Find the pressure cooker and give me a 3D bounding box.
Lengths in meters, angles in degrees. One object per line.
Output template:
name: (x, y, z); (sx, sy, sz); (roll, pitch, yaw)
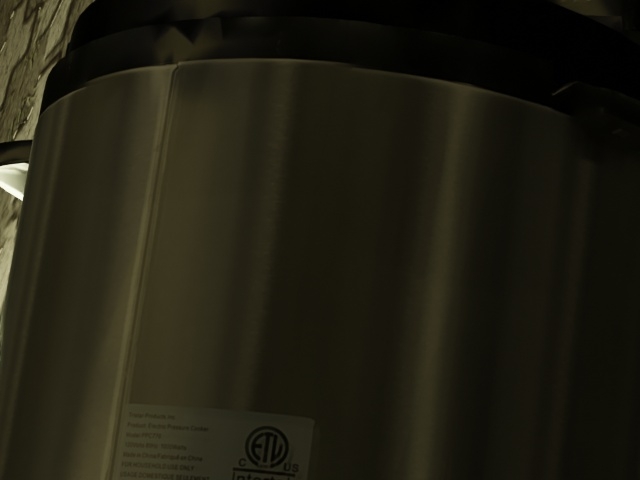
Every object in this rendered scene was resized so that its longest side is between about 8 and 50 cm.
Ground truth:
pressure cooker: (0.020, 0.034, 1.052); (0.375, 0.370, 0.420); (153, 127, -64)
